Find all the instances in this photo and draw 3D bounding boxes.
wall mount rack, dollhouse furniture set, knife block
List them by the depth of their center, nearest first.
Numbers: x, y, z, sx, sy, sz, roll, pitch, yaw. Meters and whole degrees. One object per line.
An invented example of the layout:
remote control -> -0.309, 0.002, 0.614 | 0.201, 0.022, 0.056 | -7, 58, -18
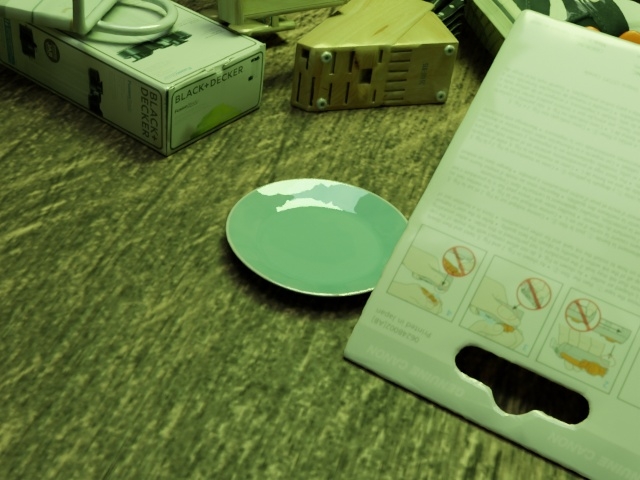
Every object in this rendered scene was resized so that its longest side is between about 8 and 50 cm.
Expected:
wall mount rack -> -0.320, -0.354, 1.145 | 0.350, 0.130, 0.304 | 12, 37, 4
dollhouse furniture set -> -0.100, -0.359, 1.233 | 0.161, 0.212, 0.242 | -17, 33, -32
knife block -> 0.068, -0.271, 1.288 | 0.276, 0.088, 0.242 | -7, 39, -18

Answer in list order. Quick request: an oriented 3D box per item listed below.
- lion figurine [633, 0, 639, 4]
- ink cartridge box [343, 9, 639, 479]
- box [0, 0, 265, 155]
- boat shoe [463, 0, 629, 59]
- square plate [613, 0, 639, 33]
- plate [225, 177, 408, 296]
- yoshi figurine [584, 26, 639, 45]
lion figurine -> 0.533, -0.166, 1.140 | 0.392, 0.142, 0.240 | 21, 34, -10
ink cartridge box -> 0.244, 0.007, 0.886 | 0.308, 0.091, 0.385 | 24, 77, 20
box -> -0.228, -0.221, 1.168 | 0.290, 0.087, 0.169 | 28, 42, 25
boat shoe -> 0.257, -0.373, 1.351 | 0.156, 0.187, 0.500 | -29, 47, 7
square plate -> 0.444, -0.392, 1.500 | 0.347, 0.049, 0.344 | -11, 51, -22
plate -> 0.000, 0.000, 0.975 | 0.188, 0.024, 0.188 | 5, 38, -4
yoshi figurine -> 0.347, -0.066, 1.046 | 0.362, 0.203, 0.203 | 35, 78, 14
